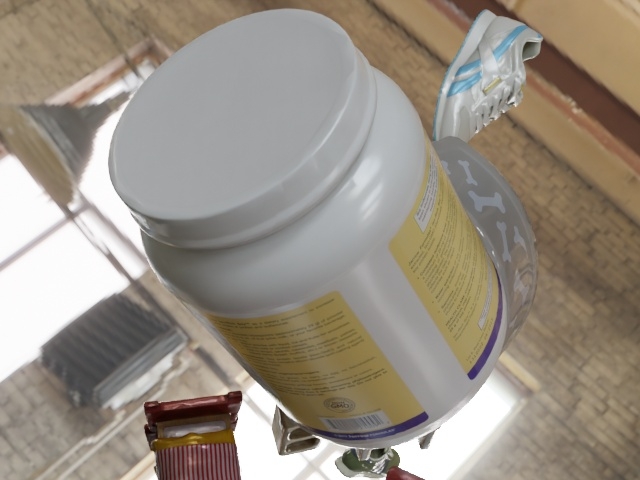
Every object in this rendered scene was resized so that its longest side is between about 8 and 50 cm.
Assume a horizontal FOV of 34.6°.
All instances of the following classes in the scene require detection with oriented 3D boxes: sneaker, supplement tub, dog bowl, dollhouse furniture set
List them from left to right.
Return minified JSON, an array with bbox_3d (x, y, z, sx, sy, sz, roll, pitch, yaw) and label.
[{"bbox_3d":[-0.019,0.283,1.237,0.152,0.374,0.201,104,-25,-60],"label":"dollhouse furniture set"},{"bbox_3d":[0.000,0.000,0.852,0.241,0.241,0.331,25,-21,41],"label":"supplement tub"},{"bbox_3d":[0.054,0.043,1.109,0.349,0.102,0.348,6,-65,14],"label":"dog bowl"},{"bbox_3d":[0.114,0.412,1.989,0.086,0.192,0.064,-50,-122,22],"label":"sneaker"},{"bbox_3d":[0.209,-0.192,1.312,0.092,0.228,0.087,21,-18,16],"label":"sneaker"}]
